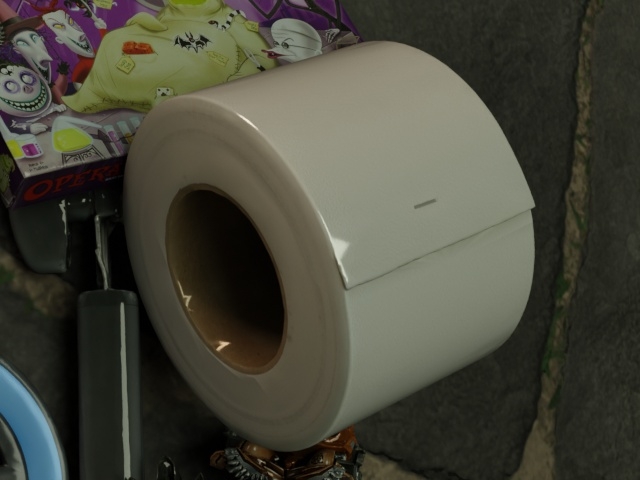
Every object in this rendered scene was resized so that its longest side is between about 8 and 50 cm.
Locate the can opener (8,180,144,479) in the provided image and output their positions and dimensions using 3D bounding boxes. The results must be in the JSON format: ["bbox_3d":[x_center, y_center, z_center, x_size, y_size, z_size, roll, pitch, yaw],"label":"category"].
[{"bbox_3d":[-0.171,0.062,1.003,0.093,0.074,0.280,-7,81,-5],"label":"can opener"}]

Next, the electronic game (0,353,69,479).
[{"bbox_3d":[-0.271,0.170,0.904,0.229,0.048,0.229,8,76,-37],"label":"electronic game"}]

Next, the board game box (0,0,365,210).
[{"bbox_3d":[-0.123,-0.154,1.043,0.347,0.056,0.208,-18,66,-39],"label":"board game box"}]

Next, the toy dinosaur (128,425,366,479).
[{"bbox_3d":[-0.025,0.234,1.015,0.218,0.164,0.321,45,35,-74],"label":"toy dinosaur"}]

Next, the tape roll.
[{"bbox_3d":[0.000,0.000,0.932,0.169,0.246,0.246,-21,94,-35],"label":"tape roll"}]
